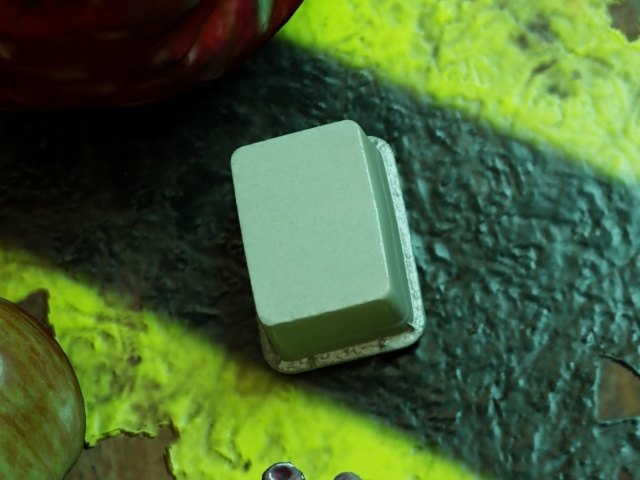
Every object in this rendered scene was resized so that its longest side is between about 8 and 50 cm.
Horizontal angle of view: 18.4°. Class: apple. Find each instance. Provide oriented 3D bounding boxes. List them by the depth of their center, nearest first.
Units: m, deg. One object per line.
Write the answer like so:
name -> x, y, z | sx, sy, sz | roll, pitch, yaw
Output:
apple -> -0.188, 0.097, 1.000 | 0.146, 0.146, 0.131 | -42, 87, -4

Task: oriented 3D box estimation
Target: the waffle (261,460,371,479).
waffle -> 0.002, 0.232, 0.952 | 0.221, 0.055, 0.234 | 33, 82, 22

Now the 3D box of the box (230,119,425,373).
box -> 0.000, 0.000, 1.031 | 0.089, 0.062, 0.122 | -14, 69, 8

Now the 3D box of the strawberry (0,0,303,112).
strawberry -> -0.172, -0.180, 1.037 | 0.345, 0.295, 0.317 | -25, 26, 30
